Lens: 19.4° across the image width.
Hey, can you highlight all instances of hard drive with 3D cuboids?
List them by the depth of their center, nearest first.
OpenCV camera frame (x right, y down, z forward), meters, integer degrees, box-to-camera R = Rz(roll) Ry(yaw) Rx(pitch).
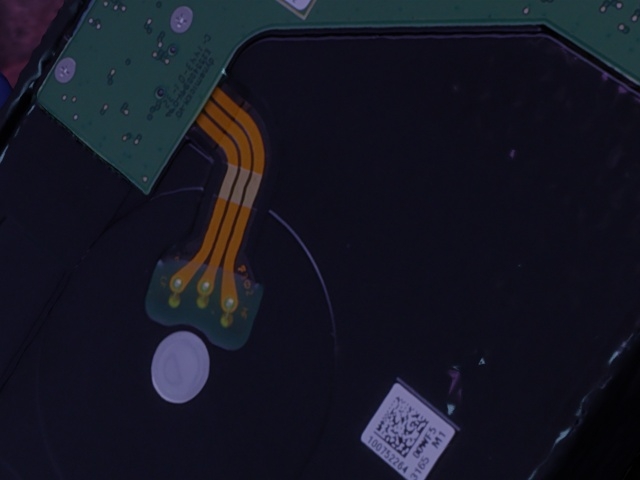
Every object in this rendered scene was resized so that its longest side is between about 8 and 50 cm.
[{"bbox_3d":[0.000,0.000,0.576,0.237,0.064,0.339,38,102,31],"label":"hard drive"}]

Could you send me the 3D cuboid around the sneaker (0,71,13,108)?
[{"bbox_3d":[-0.211,-0.012,0.732,0.209,0.069,0.082,-23,20,11],"label":"sneaker"}]
